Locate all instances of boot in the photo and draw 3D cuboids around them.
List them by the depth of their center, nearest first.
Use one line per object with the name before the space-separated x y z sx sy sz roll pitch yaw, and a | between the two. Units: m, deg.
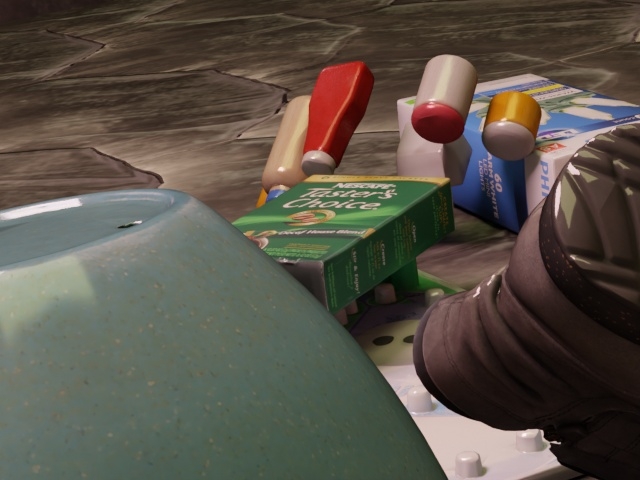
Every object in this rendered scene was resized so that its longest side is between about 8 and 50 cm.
boot | 0.222 0.077 0.865 0.118 0.338 0.222 -58 -2 -25

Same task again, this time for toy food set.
toy food set | 0.040 -0.058 1.383 0.232 0.111 0.104 -6 48 31

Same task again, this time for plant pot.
plant pot | -0.090 0.092 0.664 0.290 0.195 0.290 -11 11 2

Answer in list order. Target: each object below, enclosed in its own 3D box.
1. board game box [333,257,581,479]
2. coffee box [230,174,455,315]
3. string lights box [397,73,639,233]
board game box | -0.034 0.084 1.118 0.390 0.050 0.390 -15 18 -24
coffee box | 0.000 0.000 1.223 0.113 0.040 0.184 3 19 31
string lights box | 0.177 -0.066 1.486 0.133 0.076 0.260 -13 18 -21
